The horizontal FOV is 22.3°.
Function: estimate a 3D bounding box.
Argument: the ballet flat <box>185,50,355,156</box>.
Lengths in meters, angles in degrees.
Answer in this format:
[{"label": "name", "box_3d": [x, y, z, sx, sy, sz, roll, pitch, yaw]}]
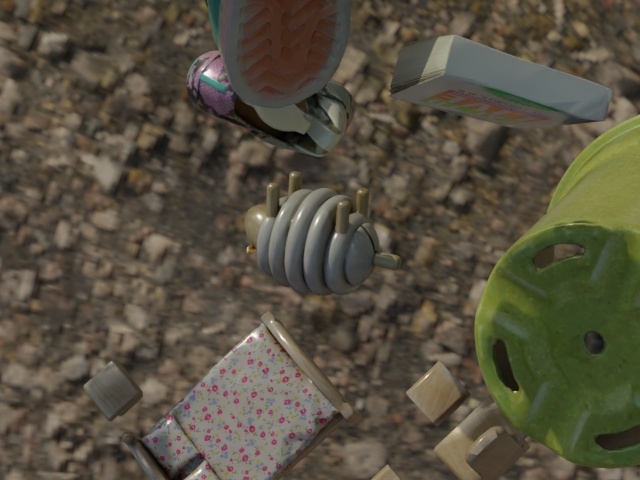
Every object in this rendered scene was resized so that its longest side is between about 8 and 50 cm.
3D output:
[{"label": "ballet flat", "box_3d": [-0.028, -0.115, 1.472, 0.079, 0.221, 0.077, 38, 104, 37]}]

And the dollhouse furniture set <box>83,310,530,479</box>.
[{"label": "dollhouse furniture set", "box_3d": [-0.033, 0.154, 1.534, 0.303, 0.174, 0.355, -43, 69, 0]}]

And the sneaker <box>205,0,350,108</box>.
[{"label": "sneaker", "box_3d": [-0.028, -0.234, 0.982, 0.121, 0.108, 0.302, -119, 33, -44]}]

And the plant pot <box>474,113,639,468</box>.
[{"label": "plant pot", "box_3d": [0.249, 0.051, 1.233, 0.276, 0.254, 0.276, 8, 106, 29]}]

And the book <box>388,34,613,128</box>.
[{"label": "book", "box_3d": [0.103, -0.091, 0.958, 0.096, 0.144, 0.035, 17, 89, -9]}]

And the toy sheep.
[{"label": "toy sheep", "box_3d": [0.000, 0.000, 1.232, 0.132, 0.091, 0.091, 17, 88, 28]}]
